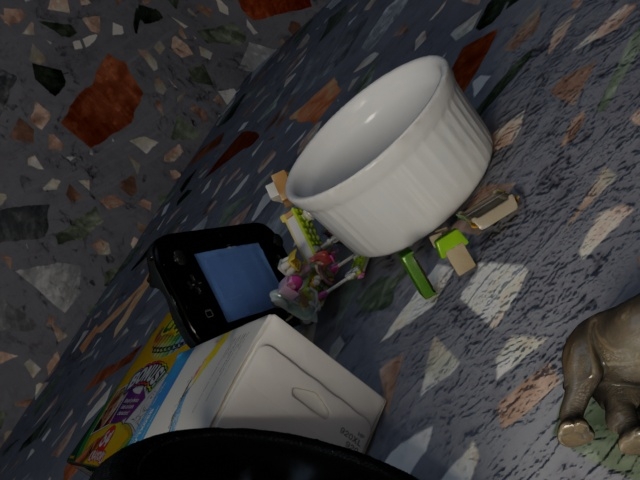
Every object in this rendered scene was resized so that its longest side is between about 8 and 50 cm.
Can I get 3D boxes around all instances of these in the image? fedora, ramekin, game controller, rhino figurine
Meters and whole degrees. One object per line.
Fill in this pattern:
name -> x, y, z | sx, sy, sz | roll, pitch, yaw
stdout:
fedora -> -0.036, 0.267, 0.720 | 0.334, 0.334, 0.153 | -156, 74, -73
ramekin -> 0.098, -0.107, 1.226 | 0.277, 0.135, 0.277 | -37, 22, 18
game controller -> -0.113, 0.060, 1.238 | 0.067, 0.166, 0.319 | -40, -12, 23
rhino figurine -> 0.265, 0.055, 0.622 | 0.243, 0.073, 0.106 | -39, 24, 31

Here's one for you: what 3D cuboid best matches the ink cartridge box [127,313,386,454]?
ink cartridge box -> -0.081, 0.215, 1.012 | 0.232, 0.171, 0.168 | -29, 28, 53

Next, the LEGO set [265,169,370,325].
LEGO set -> 0.000, 0.000, 1.320 | 0.107, 0.132, 0.287 | -35, 35, 26

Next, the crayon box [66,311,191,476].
crayon box -> -0.237, 0.249, 1.456 | 0.363, 0.106, 0.313 | -20, 36, 60

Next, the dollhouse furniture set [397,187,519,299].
dollhouse furniture set -> 0.169, 0.003, 1.057 | 0.151, 0.059, 0.076 | -32, 10, -1

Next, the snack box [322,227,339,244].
snack box -> 0.067, -0.070, 1.443 | 0.100, 0.037, 0.141 | -32, 26, 50
